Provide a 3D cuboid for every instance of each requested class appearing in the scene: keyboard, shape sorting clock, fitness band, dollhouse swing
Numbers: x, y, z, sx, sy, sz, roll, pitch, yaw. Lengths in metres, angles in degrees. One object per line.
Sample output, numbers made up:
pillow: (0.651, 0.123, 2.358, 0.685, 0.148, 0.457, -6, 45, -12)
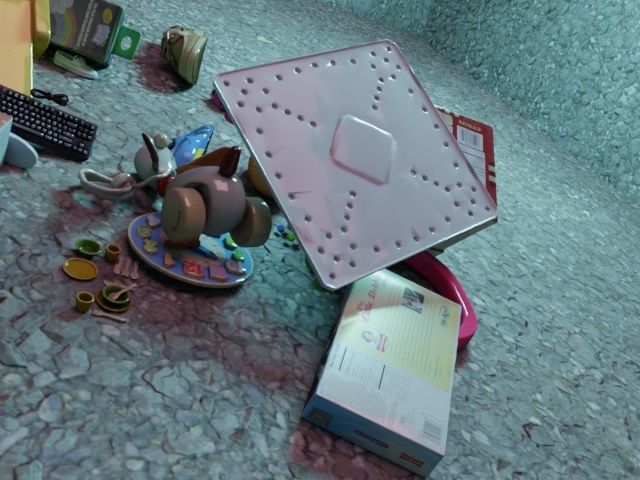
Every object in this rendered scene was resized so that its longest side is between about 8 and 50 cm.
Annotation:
keyboard: (-0.473, -0.215, 1.154, 0.180, 0.023, 0.108, 22, 63, -34)
shape sorting clock: (-0.204, 0.010, 1.073, 0.206, 0.040, 0.206, 21, 28, -12)
fitness band: (0.179, 0.096, 1.256, 0.209, 0.054, 0.291, 19, 29, -20)
dollhouse swing: (-0.695, -0.320, 1.199, 0.347, 0.305, 0.315, 5, -7, -37)

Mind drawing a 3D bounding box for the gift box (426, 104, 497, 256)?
gift box: (0.202, -0.130, 1.393, 0.255, 0.258, 0.276, 19, 62, -22)

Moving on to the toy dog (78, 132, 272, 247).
toy dog: (-0.211, -0.115, 1.095, 0.333, 0.161, 0.220, 28, 20, 25)

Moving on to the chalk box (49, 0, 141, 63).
chalk box: (-0.516, -0.474, 1.510, 0.213, 0.132, 0.132, 19, 4, -17)

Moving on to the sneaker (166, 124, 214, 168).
sneaker: (-0.265, -0.191, 1.342, 0.082, 0.069, 0.209, 19, 28, -7)

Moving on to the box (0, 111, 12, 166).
box: (-0.547, -0.136, 0.970, 0.130, 0.091, 0.170, 20, 28, -12)

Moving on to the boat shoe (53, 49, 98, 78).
boat shoe: (-0.538, -0.391, 1.488, 0.100, 0.035, 0.035, 24, 27, -4)

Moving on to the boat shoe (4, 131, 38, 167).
boat shoe: (-0.518, -0.167, 1.079, 0.142, 0.049, 0.040, 30, 25, -20)

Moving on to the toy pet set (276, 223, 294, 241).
toy pet set: (0.000, 0.000, 1.277, 0.114, 0.065, 0.122, -34, 55, -21)

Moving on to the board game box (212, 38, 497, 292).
board game box: (0.064, -0.142, 1.132, 0.390, 0.050, 0.390, -21, 77, -32)

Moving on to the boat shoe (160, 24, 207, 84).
boat shoe: (-0.360, -0.485, 1.738, 0.110, 0.122, 0.341, 13, 19, -16)

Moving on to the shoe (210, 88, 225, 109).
shoe: (-0.188, -0.334, 1.676, 0.178, 0.063, 0.081, 31, 28, 20)

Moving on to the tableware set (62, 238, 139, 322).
tableware set: (-0.305, 0.048, 0.934, 0.104, 0.024, 0.154, 18, 29, -16)

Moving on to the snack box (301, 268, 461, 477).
snack box: (0.104, 0.169, 0.997, 0.187, 0.060, 0.322, 26, 35, -1)

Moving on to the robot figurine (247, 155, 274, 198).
robot figurine: (-0.074, -0.162, 1.396, 0.128, 0.158, 0.219, 0, 24, 13)
